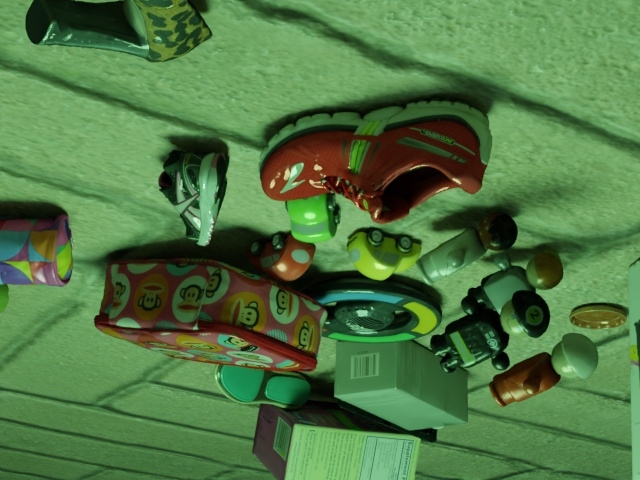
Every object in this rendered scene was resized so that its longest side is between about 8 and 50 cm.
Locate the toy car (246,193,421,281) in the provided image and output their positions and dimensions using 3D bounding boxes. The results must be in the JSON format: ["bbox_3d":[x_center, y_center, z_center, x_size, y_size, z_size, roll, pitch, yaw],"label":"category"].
[{"bbox_3d":[0.000,0.000,1.592,0.239,0.053,0.225,-2,157,12],"label":"toy car"}]

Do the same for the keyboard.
[{"bbox_3d":[0.125,0.284,2.200,0.192,0.100,0.038,23,125,-11],"label":"keyboard"}]

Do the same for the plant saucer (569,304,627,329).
[{"bbox_3d":[0.410,0.112,1.842,0.083,0.013,0.083,4,156,2],"label":"plant saucer"}]

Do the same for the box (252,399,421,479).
[{"bbox_3d":[0.025,0.371,2.259,0.243,0.117,0.213,9,-176,-18],"label":"box"}]

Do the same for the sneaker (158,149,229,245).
[{"bbox_3d":[-0.154,-0.060,1.480,0.077,0.072,0.178,17,148,0],"label":"sneaker"}]

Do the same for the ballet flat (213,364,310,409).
[{"bbox_3d":[-0.119,0.243,2.161,0.086,0.086,0.248,-13,153,34],"label":"ballet flat"}]

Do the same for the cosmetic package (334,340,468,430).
[{"bbox_3d":[0.138,0.239,2.076,0.127,0.107,0.238,-12,155,32],"label":"cosmetic package"}]

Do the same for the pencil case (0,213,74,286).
[{"bbox_3d":[-0.442,0.009,1.634,0.236,0.104,0.104,4,157,5],"label":"pencil case"}]

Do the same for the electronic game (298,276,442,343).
[{"bbox_3d":[0.065,0.108,1.844,0.229,0.048,0.229,3,157,1],"label":"electronic game"}]

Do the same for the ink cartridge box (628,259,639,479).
[{"bbox_3d":[0.522,0.175,1.598,0.226,0.306,0.131,10,157,-15],"label":"ink cartridge box"}]

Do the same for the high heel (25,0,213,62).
[{"bbox_3d":[-0.111,-0.242,1.051,0.186,0.093,0.261,-5,156,-46],"label":"high heel"}]

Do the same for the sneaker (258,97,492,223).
[{"bbox_3d":[0.048,-0.073,1.332,0.279,0.118,0.107,-11,152,30],"label":"sneaker"}]

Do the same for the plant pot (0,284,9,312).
[{"bbox_3d":[-0.507,0.080,1.843,0.083,0.083,0.079,-18,161,41],"label":"plant pot"}]

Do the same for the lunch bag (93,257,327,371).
[{"bbox_3d":[-0.144,0.111,1.761,0.293,0.120,0.258,2,164,37],"label":"lunch bag"}]

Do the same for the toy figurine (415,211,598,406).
[{"bbox_3d":[0.236,0.082,1.558,0.148,0.209,0.213,-29,137,26],"label":"toy figurine"}]
